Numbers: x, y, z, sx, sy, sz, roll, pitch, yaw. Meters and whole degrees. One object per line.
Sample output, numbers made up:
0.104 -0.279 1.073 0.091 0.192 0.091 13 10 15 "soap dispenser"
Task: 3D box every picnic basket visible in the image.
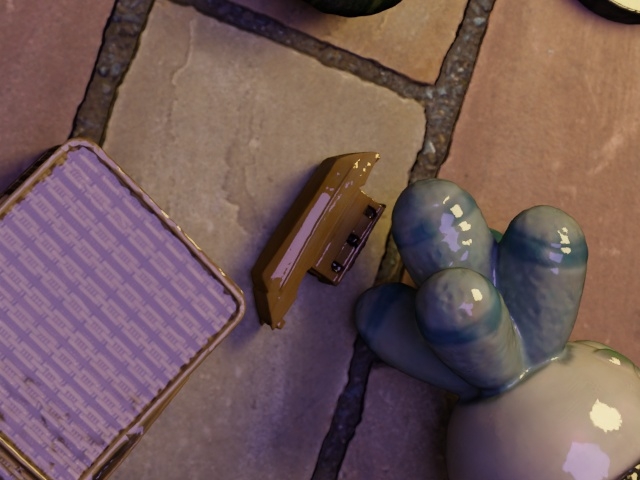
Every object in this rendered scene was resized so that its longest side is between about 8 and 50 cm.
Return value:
-0.250 0.089 1.154 0.313 0.175 0.228 -45 104 -11 "picnic basket"

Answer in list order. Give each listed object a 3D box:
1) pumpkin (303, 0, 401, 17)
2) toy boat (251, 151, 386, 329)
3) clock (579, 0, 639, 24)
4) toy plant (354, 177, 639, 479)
0.025 -0.292 1.259 0.167 0.125 0.167 9 76 -40 "pumpkin"
0.000 0.000 1.295 0.077 0.057 0.200 36 81 -21 "toy boat"
0.340 -0.339 1.402 0.215 0.042 0.215 0 91 -17 "clock"
0.164 0.092 1.266 0.247 0.247 0.332 -32 96 -15 "toy plant"
